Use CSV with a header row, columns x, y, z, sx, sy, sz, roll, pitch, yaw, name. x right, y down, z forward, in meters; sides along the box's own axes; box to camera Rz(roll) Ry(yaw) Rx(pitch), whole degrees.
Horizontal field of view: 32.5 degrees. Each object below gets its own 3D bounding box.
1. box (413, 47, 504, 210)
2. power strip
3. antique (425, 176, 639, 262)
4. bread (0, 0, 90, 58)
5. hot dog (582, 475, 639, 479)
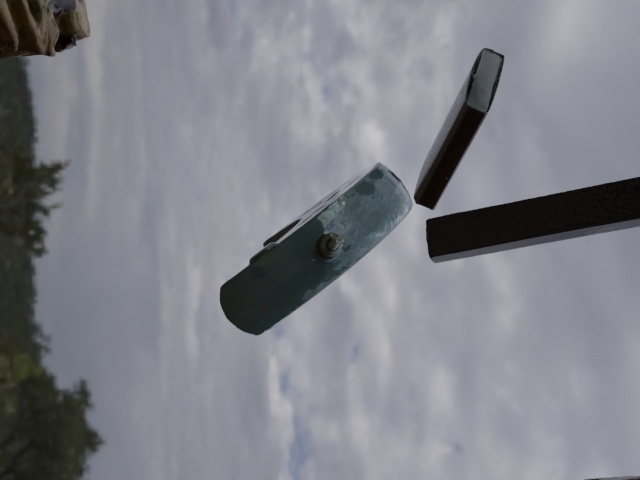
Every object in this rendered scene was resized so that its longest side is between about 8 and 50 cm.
x,y,z,sx,sy,sz,roll,pitch,yaw,name
0.166,-0.134,1.331,0.177,0.036,0.115,114,-1,-48,box
0.000,0.000,0.927,0.054,0.167,0.253,51,8,-3,power strip
0.161,-0.017,0.700,0.015,0.192,0.031,46,38,-57,antique
-0.421,-0.299,1.123,0.324,0.277,0.167,65,35,-39,bread
0.343,0.323,1.264,0.104,0.076,0.250,-65,-169,-26,hot dog
